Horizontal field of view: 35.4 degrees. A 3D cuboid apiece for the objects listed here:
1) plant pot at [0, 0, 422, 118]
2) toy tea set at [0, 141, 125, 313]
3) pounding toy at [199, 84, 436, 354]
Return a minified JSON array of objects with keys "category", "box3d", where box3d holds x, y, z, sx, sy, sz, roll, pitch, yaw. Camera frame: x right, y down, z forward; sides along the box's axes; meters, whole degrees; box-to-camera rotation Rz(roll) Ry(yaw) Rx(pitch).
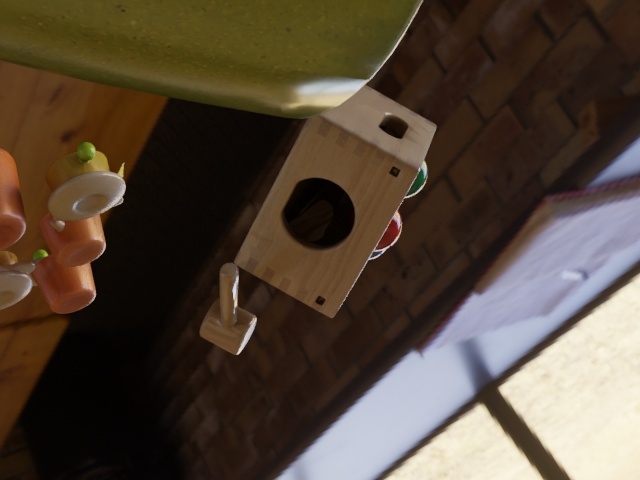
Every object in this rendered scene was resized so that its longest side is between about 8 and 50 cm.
[{"category":"plant pot","box3d":[-0.136,-0.184,0.352,0.293,0.274,0.275,-2,148,-26]},{"category":"toy tea set","box3d":[-0.346,-0.021,1.168,0.200,0.124,0.336,-16,156,-25]},{"category":"pounding toy","box3d":[-0.004,0.008,0.719,0.206,0.094,0.181,-61,179,23]}]
